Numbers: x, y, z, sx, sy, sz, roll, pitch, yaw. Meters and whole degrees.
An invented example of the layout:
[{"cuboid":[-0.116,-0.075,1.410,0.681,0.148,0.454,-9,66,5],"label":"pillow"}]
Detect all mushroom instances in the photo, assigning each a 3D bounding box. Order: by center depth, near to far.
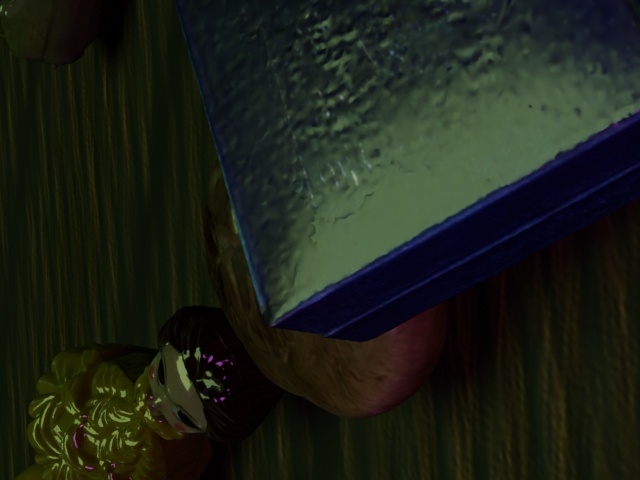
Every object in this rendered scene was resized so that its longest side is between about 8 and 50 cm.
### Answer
[{"cuboid":[0.000,0.000,1.075,0.278,0.146,0.278,5,96,60],"label":"mushroom"}]

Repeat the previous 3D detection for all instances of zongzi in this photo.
[{"cuboid":[-0.286,-0.340,1.607,0.274,0.125,0.251,-113,35,-51],"label":"zongzi"}]

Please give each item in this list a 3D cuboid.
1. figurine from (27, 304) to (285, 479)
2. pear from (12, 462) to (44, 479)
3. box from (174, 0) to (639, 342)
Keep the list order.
[{"cuboid":[-0.132,0.140,1.307,0.315,0.168,0.187,142,129,-58],"label":"figurine"},{"cuboid":[-0.247,0.299,1.483,0.267,0.267,0.178,-32,49,58],"label":"pear"},{"cuboid":[0.064,-0.117,0.875,0.279,0.116,0.261,-31,65,30],"label":"box"}]
